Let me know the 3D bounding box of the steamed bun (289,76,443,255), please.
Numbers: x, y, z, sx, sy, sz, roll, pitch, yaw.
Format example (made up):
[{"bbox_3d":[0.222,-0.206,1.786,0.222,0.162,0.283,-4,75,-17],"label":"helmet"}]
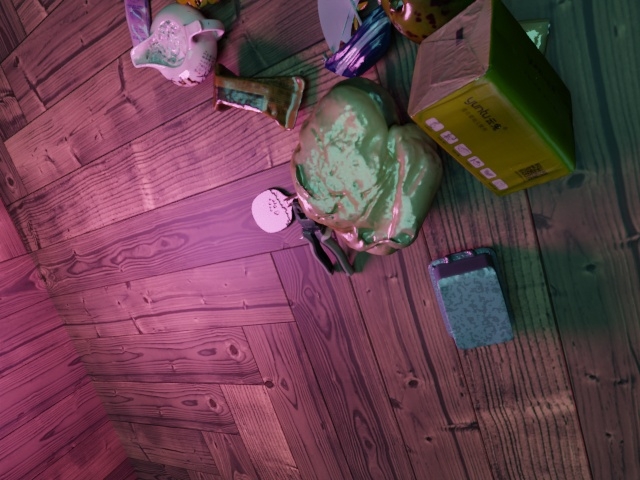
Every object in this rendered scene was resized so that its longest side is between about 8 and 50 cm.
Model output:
[{"bbox_3d":[0.107,-0.159,0.933,0.372,0.230,0.325,44,115,7],"label":"steamed bun"}]

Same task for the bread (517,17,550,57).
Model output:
[{"bbox_3d":[0.354,-0.366,0.815,0.178,0.060,0.139,8,113,27],"label":"bread"}]

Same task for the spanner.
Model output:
[{"bbox_3d":[0.000,0.000,1.076,0.095,0.040,0.325,0,143,27],"label":"spanner"}]

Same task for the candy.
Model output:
[{"bbox_3d":[-0.170,-0.384,1.086,0.271,0.101,0.143,16,110,17],"label":"candy"}]

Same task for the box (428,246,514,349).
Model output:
[{"bbox_3d":[0.362,0.142,0.969,0.162,0.130,0.227,-16,101,18],"label":"box"}]

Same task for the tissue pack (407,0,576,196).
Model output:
[{"bbox_3d":[0.310,-0.242,0.720,0.274,0.200,0.167,31,148,-30],"label":"tissue pack"}]

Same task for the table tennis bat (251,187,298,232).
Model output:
[{"bbox_3d":[-0.117,-0.102,1.213,0.234,0.022,0.131,-23,96,36],"label":"table tennis bat"}]

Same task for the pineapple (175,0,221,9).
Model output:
[{"bbox_3d":[-0.291,-0.703,1.034,0.250,0.140,0.164,-48,40,12],"label":"pineapple"}]

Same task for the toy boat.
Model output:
[{"bbox_3d":[0.042,-0.525,0.919,0.220,0.067,0.291,-30,87,51],"label":"toy boat"}]

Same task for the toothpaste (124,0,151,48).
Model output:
[{"bbox_3d":[-0.540,-0.695,1.200,0.075,0.048,0.301,8,123,-3],"label":"toothpaste"}]

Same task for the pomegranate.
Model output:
[{"bbox_3d":[0.226,-0.491,0.754,0.211,0.263,0.211,48,169,12],"label":"pomegranate"}]

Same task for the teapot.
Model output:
[{"bbox_3d":[-0.374,-0.540,1.107,0.299,0.166,0.208,-6,94,41],"label":"teapot"}]
